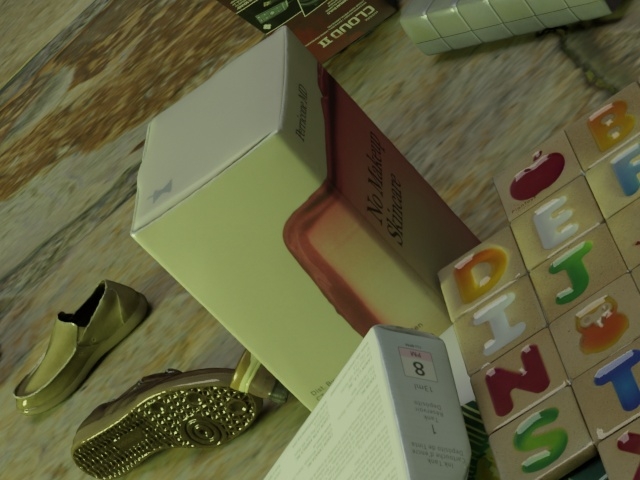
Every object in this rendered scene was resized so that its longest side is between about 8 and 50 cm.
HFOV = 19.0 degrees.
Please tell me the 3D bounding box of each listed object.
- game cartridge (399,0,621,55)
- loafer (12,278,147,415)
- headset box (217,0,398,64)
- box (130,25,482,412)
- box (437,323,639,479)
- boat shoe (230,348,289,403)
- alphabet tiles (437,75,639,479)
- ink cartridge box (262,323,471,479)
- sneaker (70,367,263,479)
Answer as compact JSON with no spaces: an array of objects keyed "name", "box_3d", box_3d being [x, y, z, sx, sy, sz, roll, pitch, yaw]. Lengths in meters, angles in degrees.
[{"name":"game cartridge","box_3d":[0.229,-0.307,1.633,0.230,0.068,0.355,-12,39,53]},{"name":"loafer","box_3d":[-0.217,0.089,1.660,0.148,0.050,0.056,-46,25,-7]},{"name":"headset box","box_3d":[-0.057,-0.310,1.765,0.110,0.293,0.218,-34,51,23]},{"name":"box","box_3d":[0.000,0.000,1.274,0.127,0.232,0.149,-34,27,20]},{"name":"box","box_3d":[0.184,0.059,1.122,0.322,0.058,0.232,-43,26,3]},{"name":"boat shoe","box_3d":[-0.014,0.074,1.397,0.152,0.049,0.056,-48,-12,-49]},{"name":"alphabet tiles","box_3d":[0.202,0.004,1.098,0.285,0.011,0.342,-35,30,14]},{"name":"ink cartridge box","box_3d":[0.028,0.194,1.081,0.189,0.066,0.232,-56,35,39]},{"name":"sneaker","box_3d":[-0.115,0.121,1.446,0.188,0.066,0.071,-23,31,35]}]
